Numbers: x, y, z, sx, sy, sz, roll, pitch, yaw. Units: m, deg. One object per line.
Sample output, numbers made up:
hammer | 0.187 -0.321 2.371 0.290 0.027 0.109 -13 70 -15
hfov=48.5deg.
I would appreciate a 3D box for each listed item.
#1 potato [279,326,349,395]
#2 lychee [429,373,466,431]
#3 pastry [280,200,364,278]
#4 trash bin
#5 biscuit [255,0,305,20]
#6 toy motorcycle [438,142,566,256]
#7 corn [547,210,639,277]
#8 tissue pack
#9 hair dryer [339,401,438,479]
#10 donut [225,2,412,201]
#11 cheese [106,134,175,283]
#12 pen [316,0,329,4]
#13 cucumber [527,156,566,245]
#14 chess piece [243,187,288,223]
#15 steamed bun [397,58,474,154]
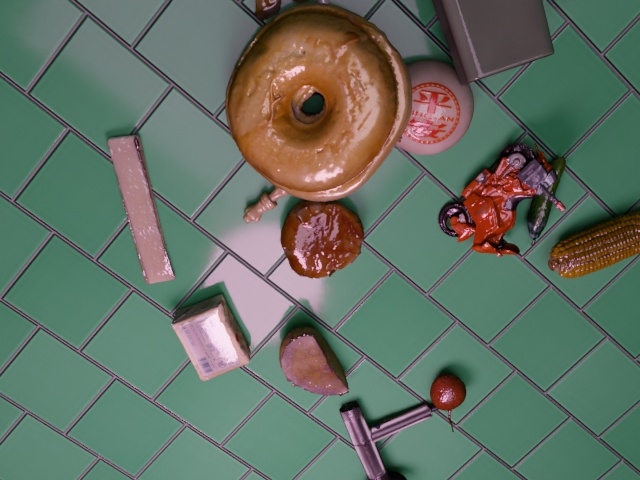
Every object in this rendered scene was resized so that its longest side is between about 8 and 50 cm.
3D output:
potato | -0.031 0.336 1.968 0.138 0.098 0.243 -26 116 10
lychee | 0.361 0.444 2.030 0.101 0.114 0.140 19 127 17
pastry | 0.000 0.000 1.841 0.218 0.100 0.229 26 102 -17
trash bin | 0.368 -0.546 1.591 0.222 0.158 0.344 -19 98 3
biscuit | -0.113 -0.626 1.618 0.164 0.047 0.208 -20 111 10
toy motorcycle | 0.473 -0.086 1.819 0.221 0.148 0.326 46 113 6
corn | 0.778 0.003 1.887 0.363 0.120 0.121 -20 111 0
tissue pack | -0.293 0.261 1.924 0.148 0.092 0.196 -21 112 5
hair dryer | 0.224 0.607 2.064 0.283 0.156 0.321 -11 103 11
donut | -0.008 -0.311 1.634 0.448 0.198 0.449 4 106 14
cheese | -0.457 -0.073 1.819 0.085 0.034 0.401 -9 111 4
pen | 0.001 -0.585 1.656 0.033 0.033 0.269 -11 112 0
cucumber | 0.584 -0.102 1.865 0.056 0.056 0.250 11 107 -8
chess piece | -0.129 -0.104 1.818 0.172 0.060 0.060 -39 108 13
steamed bun | 0.260 -0.315 1.714 0.231 0.145 0.232 -1 111 -4
